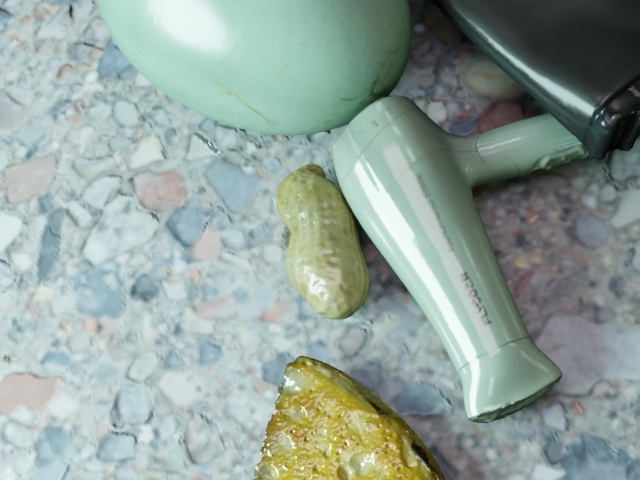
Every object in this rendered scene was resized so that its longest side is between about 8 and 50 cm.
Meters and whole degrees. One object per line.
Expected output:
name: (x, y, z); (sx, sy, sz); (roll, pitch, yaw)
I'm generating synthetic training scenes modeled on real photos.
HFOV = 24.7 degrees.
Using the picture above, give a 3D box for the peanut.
peanut: (0.000, 0.000, 0.935); (0.054, 0.054, 0.113); (-16, 61, 3)

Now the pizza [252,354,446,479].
pizza: (0.017, 0.144, 0.875); (0.099, 0.036, 0.160); (-39, 64, -8)

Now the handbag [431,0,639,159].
handbag: (0.180, -0.186, 0.953); (0.223, 0.080, 0.247); (-36, 64, -15)

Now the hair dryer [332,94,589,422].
hair dryer: (0.149, -0.024, 0.919); (0.237, 0.075, 0.206); (-26, 74, -11)

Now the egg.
egg: (-0.045, -0.159, 0.948); (0.231, 0.168, 0.168); (33, 76, 19)
